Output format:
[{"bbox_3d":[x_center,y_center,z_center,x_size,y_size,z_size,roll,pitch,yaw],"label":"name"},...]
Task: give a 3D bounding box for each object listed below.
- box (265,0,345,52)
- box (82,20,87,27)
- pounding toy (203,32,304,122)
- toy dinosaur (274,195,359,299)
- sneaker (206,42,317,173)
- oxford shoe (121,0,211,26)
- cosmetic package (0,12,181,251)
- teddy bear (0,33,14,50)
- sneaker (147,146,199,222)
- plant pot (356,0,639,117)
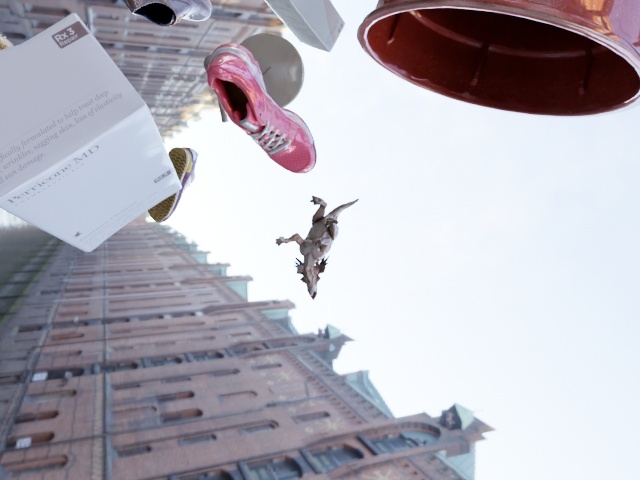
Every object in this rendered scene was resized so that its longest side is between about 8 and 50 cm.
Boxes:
[{"bbox_3d":[-0.056,-0.759,1.716,0.148,0.311,0.121,29,-88,25],"label":"box"},{"bbox_3d":[-0.766,-0.540,1.547,0.201,0.021,0.164,-8,-113,35],"label":"box"},{"bbox_3d":[-0.155,-0.408,1.323,0.110,0.237,0.182,-88,162,-79],"label":"pounding toy"},{"bbox_3d":[0.000,0.000,1.492,0.127,0.295,0.200,30,-12,27],"label":"toy dinosaur"},{"bbox_3d":[-0.127,-0.240,1.074,0.116,0.314,0.136,-28,-152,26],"label":"sneaker"},{"bbox_3d":[-0.447,-0.684,1.553,0.130,0.364,0.132,-24,-93,32],"label":"oxford shoe"},{"bbox_3d":[-0.353,-0.125,0.778,0.156,0.217,0.385,52,-11,1],"label":"cosmetic package"},{"bbox_3d":[-0.733,-0.290,1.123,0.245,0.113,0.337,136,-34,-73],"label":"teddy bear"},{"bbox_3d":[-0.328,-0.124,1.204,0.185,0.070,0.084,-61,168,14],"label":"sneaker"},{"bbox_3d":[0.202,-0.288,0.497,0.272,0.273,0.265,24,-81,66],"label":"plant pot"}]
